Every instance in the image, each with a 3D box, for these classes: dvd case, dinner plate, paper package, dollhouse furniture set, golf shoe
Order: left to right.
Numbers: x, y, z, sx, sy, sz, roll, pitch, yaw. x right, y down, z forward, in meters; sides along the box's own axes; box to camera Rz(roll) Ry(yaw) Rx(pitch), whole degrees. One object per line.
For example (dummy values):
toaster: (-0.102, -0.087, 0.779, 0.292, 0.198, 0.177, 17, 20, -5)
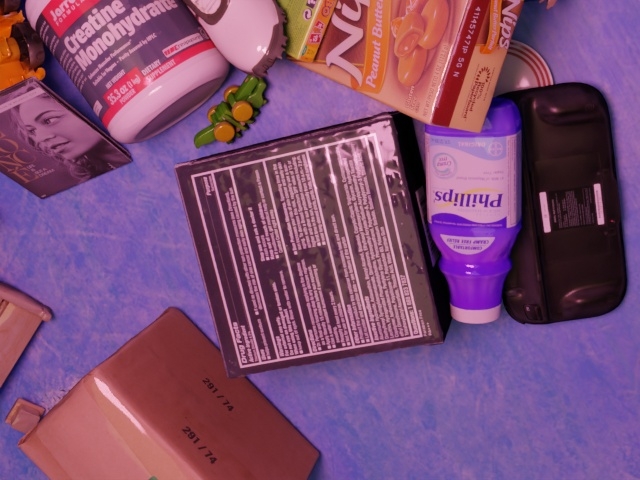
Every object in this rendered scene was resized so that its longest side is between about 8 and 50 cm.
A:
dollhouse furniture set: (-0.536, 0.081, 1.519, 0.355, 0.174, 0.303, 32, 96, -25)
dvd case: (-0.395, -0.137, 1.360, 0.164, 0.221, 0.018, -20, 59, 17)
paper package: (-0.194, 0.289, 1.336, 0.325, 0.309, 0.168, 46, 108, 0)
golf shoe: (-0.142, -0.310, 1.223, 0.105, 0.120, 0.273, -49, 58, 28)
dinner plate: (0.236, -0.195, 1.282, 0.141, 0.017, 0.141, 3, 101, 13)

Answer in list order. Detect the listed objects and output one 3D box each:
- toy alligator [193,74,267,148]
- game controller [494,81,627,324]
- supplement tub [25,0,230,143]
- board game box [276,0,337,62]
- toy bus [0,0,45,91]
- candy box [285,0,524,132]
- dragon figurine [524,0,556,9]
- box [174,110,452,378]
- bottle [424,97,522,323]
toy alligator: (-0.102, -0.191, 1.350, 0.051, 0.056, 0.189, 30, 111, -38)
game controller: (0.307, -0.043, 1.273, 0.166, 0.067, 0.319, -10, 104, 0)
supplement tub: (-0.267, -0.284, 1.295, 0.191, 0.191, 0.272, -36, 92, 18)
board game box: (-0.078, -0.335, 1.265, 0.259, 0.039, 0.124, 35, 110, 36)
toy bus: (-0.501, -0.273, 1.367, 0.211, 0.149, 0.220, -33, 80, 57)
candy box: (0.091, -0.263, 1.171, 0.316, 0.087, 0.183, 35, 113, 49)
dragon figurine: (0.246, -0.336, 1.208, 0.289, 0.144, 0.085, -3, 108, 0)
box: (0.000, 0.000, 1.293, 0.294, 0.183, 0.296, -11, 97, 14)
bottle: (0.194, -0.036, 1.224, 0.118, 0.092, 0.283, 5, 110, 22)
